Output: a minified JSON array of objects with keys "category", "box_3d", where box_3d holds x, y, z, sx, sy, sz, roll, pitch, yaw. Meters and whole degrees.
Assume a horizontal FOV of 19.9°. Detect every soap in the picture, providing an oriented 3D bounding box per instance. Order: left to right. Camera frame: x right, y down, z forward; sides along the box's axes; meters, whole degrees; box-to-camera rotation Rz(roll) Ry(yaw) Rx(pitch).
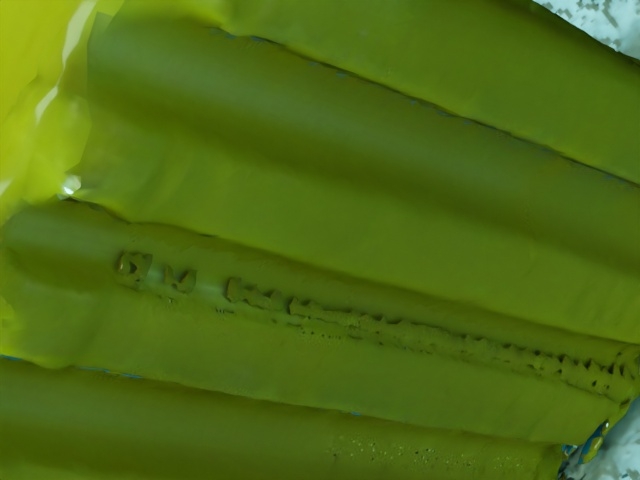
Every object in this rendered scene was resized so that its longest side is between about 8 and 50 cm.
[{"category":"soap","box_3d":[0.000,0.000,0.574,0.096,0.324,0.204,39,104,38]}]
